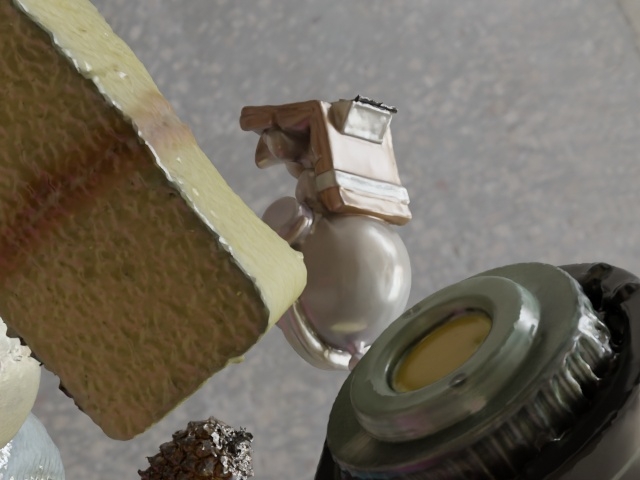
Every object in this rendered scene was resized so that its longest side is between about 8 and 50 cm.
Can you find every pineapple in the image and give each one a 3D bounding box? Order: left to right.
[{"bbox_3d":[-0.136,0.229,1.577,0.083,0.221,0.103,48,25,-1],"label":"pineapple"}]

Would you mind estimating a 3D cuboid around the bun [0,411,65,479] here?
[{"bbox_3d":[-0.387,0.309,1.724,0.211,0.362,0.361,12,74,16],"label":"bun"}]

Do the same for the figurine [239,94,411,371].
[{"bbox_3d":[0.003,0.000,1.463,0.162,0.141,0.236,9,71,-52],"label":"figurine"}]

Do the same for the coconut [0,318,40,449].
[{"bbox_3d":[-0.297,0.097,1.303,0.162,0.161,0.161,-3,79,-60],"label":"coconut"}]

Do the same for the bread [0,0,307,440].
[{"bbox_3d":[-0.129,-0.035,1.024,0.266,0.142,0.178,48,53,0],"label":"bread"}]

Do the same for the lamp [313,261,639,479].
[{"bbox_3d":[0.120,0.151,0.918,0.272,0.374,0.205,36,31,-11],"label":"lamp"}]
